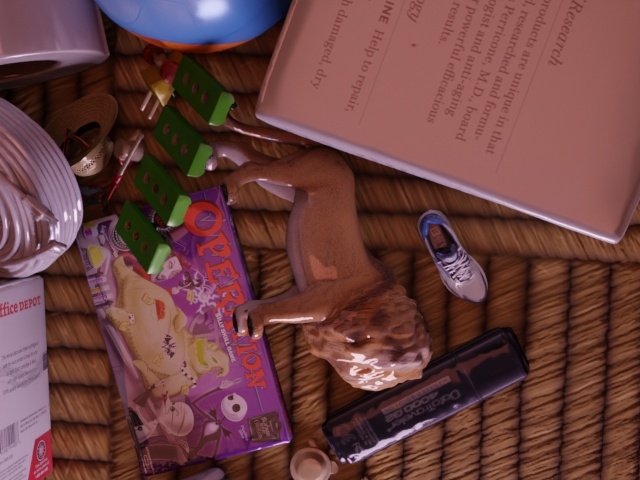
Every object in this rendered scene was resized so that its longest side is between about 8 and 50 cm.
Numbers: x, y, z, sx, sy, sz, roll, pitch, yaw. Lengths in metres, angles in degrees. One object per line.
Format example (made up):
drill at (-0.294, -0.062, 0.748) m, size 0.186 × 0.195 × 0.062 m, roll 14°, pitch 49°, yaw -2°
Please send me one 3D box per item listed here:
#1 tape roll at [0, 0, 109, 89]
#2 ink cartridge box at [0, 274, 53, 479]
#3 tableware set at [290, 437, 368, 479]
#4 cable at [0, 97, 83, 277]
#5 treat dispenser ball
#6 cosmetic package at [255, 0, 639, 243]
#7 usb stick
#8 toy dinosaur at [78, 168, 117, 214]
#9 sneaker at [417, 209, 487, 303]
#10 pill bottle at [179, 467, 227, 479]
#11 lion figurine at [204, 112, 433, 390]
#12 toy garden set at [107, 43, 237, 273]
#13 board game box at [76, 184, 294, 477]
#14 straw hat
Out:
tape roll at (-0.398, -0.283, 1.315) m, size 0.246 × 0.246 × 0.169 m, roll -12°, pitch 93°, yaw 7°
ink cartridge box at (-0.432, 0.187, 1.375) m, size 0.114 × 0.197 × 0.272 m, roll -1°, pitch 94°, yaw 7°
tableware set at (-0.011, 0.356, 1.428) m, size 0.169 × 0.020 × 0.141 m, roll -44°, pitch 90°, yaw 6°
cable at (-0.415, -0.072, 1.347) m, size 0.257 × 0.089 × 0.257 m, roll -27°, pitch 102°, yaw 48°
treat dispenser ball at (-0.147, -0.364, 1.257) m, size 0.288 × 0.288 × 0.288 m, roll 0°, pitch 94°, yaw 7°
cosmetic package at (0.183, -0.218, 1.209) m, size 0.394 × 0.329 × 0.327 m, roll 20°, pitch 96°, yaw 4°
usb stick at (0.135, 0.200, 1.387) m, size 0.278 × 0.045 × 0.077 m, roll -28°, pitch 97°, yaw 8°
toy dinosaur at (-0.322, -0.059, 1.436) m, size 0.082 × 0.047 × 0.090 m, roll 18°, pitch 63°, yaw 14°
sneaker at (0.164, 0.024, 1.364) m, size 0.052 × 0.058 × 0.135 m, roll -35°, pitch 90°, yaw 8°
pill bottle at (-0.138, 0.398, 1.403) m, size 0.103 × 0.103 × 0.184 m, roll -24°, pitch 91°, yaw 8°
lion figurine at (0.000, 0.000, 1.340) m, size 0.240 × 0.142 × 0.392 m, roll -9°, pitch 86°, yaw -18°
toy garden set at (-0.191, -0.113, 1.341) m, size 0.204 × 0.049 × 0.244 m, roll 46°, pitch 118°, yaw 44°
board game box at (-0.179, 0.119, 1.419) m, size 0.208 × 0.056 × 0.346 m, roll -16°, pitch 92°, yaw 3°
straw hat at (-0.306, -0.119, 1.405) m, size 0.144 × 0.144 × 0.061 m, roll -31°, pitch 130°, yaw 8°
